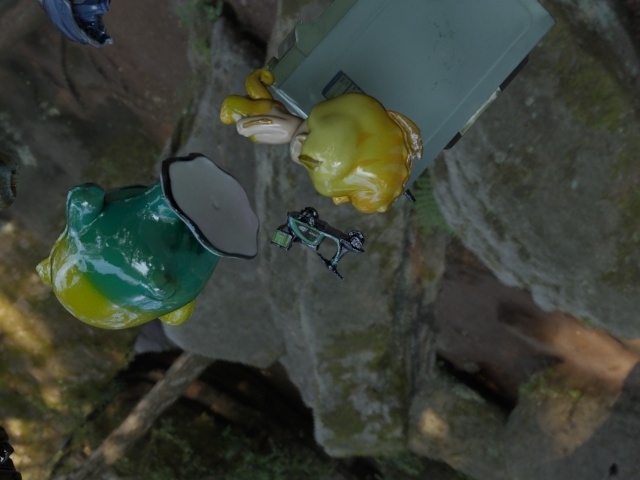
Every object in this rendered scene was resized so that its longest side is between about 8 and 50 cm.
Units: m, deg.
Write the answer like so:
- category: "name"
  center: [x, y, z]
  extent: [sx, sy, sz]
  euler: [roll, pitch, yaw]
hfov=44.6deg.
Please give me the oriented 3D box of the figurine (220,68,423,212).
- category: "figurine"
  center: [0.000, -0.120, 0.906]
  extent: [0.247, 0.131, 0.156]
  euler: [23, -161, 18]

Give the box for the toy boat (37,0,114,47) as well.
- category: "toy boat"
  center: [-0.533, -0.524, 1.757]
  extent: [0.143, 0.128, 0.309]
  euler: [2, 165, 6]

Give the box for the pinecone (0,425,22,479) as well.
- category: "pinecone"
  center: [-0.639, 0.448, 1.231]
  extent: [0.398, 0.397, 0.397]
  euler: [38, 169, 9]

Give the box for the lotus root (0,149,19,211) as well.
- category: "lotus root"
  center: [-0.825, -0.123, 1.710]
  extent: [0.323, 0.158, 0.140]
  euler: [-6, 168, 2]

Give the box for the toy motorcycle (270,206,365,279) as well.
- category: "toy motorcycle"
  center: [0.000, 0.000, 1.501]
  extent: [0.173, 0.100, 0.058]
  euler: [25, -160, 4]

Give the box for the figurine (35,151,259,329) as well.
- category: "figurine"
  center: [-0.283, 0.023, 1.241]
  extent: [0.324, 0.340, 0.231]
  euler: [35, -144, -35]

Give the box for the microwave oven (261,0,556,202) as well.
- category: "microwave oven"
  center: [0.110, -0.269, 1.159]
  extent: [0.286, 0.355, 0.218]
  euler: [42, 177, -13]
